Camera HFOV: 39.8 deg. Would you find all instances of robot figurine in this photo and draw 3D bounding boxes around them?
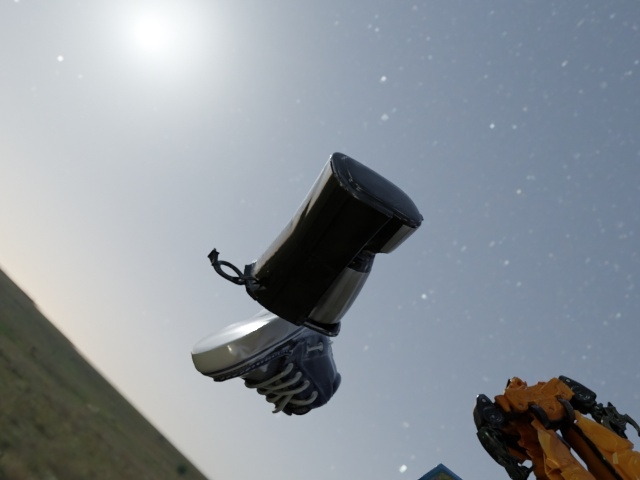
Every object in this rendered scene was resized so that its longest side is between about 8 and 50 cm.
[{"bbox_3d":[0.304,0.274,1.038,0.291,0.211,0.085,52,-41,46],"label":"robot figurine"}]

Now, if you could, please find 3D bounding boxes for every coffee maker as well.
[{"bbox_3d":[0.000,0.000,0.984,0.171,0.178,0.120,15,29,-40],"label":"coffee maker"}]

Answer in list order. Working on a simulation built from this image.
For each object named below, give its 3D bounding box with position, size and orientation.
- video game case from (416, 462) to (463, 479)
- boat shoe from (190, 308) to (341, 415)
[{"bbox_3d":[0.167,0.439,1.441,0.119,0.166,0.015,42,16,-32],"label":"video game case"},{"bbox_3d":[-0.054,0.176,1.210,0.340,0.127,0.158,-19,92,-68],"label":"boat shoe"}]
